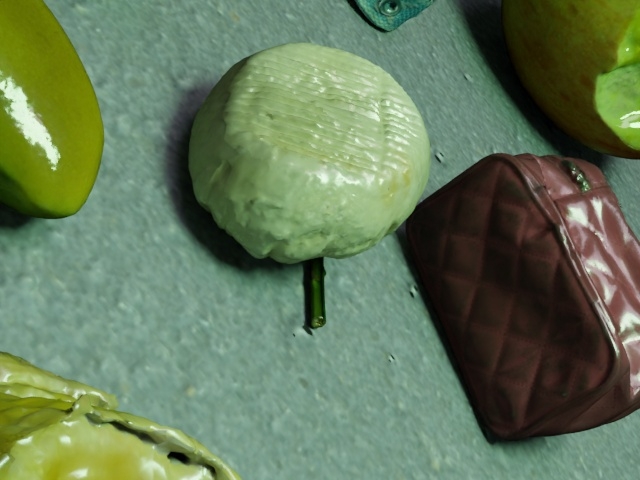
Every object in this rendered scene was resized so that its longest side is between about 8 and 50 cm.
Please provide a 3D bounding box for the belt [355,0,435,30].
[{"bbox_3d":[0.089,-0.323,1.165,0.087,0.072,0.302,43,33,-21],"label":"belt"}]

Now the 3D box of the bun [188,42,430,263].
[{"bbox_3d":[-0.010,-0.054,0.748,0.164,0.111,0.188,17,40,-11],"label":"bun"}]

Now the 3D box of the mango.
[{"bbox_3d":[-0.190,-0.098,0.581,0.191,0.085,0.122,51,20,-22],"label":"mango"}]

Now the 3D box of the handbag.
[{"bbox_3d":[0.178,0.041,0.861,0.135,0.146,0.225,1,59,-46],"label":"handbag"}]

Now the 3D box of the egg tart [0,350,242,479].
[{"bbox_3d":[-0.097,0.161,0.409,0.315,0.120,0.315,34,36,-29],"label":"egg tart"}]

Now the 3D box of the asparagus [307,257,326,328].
[{"bbox_3d":[0.000,0.000,0.792,0.016,0.016,0.163,14,42,-10],"label":"asparagus"}]

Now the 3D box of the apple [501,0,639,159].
[{"bbox_3d":[0.368,-0.267,1.243,0.339,0.339,0.339,33,37,-29],"label":"apple"}]
